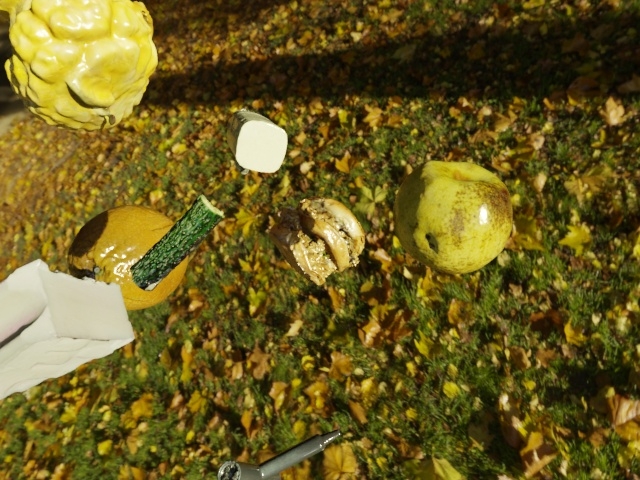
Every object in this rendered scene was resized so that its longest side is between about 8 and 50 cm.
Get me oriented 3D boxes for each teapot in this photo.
[{"bbox_3d":[-0.117,-0.159,0.709,0.200,0.077,0.107,-126,47,-62],"label":"teapot"}]

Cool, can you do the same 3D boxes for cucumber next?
[{"bbox_3d":[-0.232,0.008,0.679,0.187,0.058,0.058,-43,46,12],"label":"cucumber"}]

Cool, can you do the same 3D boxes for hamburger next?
[{"bbox_3d":[-0.004,0.010,1.212,0.211,0.245,0.261,-43,54,-18],"label":"hamburger"}]

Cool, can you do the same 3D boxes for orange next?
[{"bbox_3d":[-0.575,0.054,1.274,0.322,0.322,0.357,-36,6,7],"label":"orange"}]

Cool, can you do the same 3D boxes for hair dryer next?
[{"bbox_3d":[-0.060,0.384,0.747,0.195,0.173,0.050,-32,56,1],"label":"hair dryer"}]

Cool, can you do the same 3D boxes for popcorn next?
[{"bbox_3d":[-0.555,-0.429,0.923,0.349,0.382,0.349,-50,6,7],"label":"popcorn"}]

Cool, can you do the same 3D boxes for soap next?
[{"bbox_3d":[-0.558,0.199,0.813,0.302,0.258,0.158,-33,74,2],"label":"soap"}]

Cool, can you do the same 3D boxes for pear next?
[{"bbox_3d":[0.218,-0.033,0.712,0.198,0.197,0.197,-17,53,23],"label":"pear"}]
